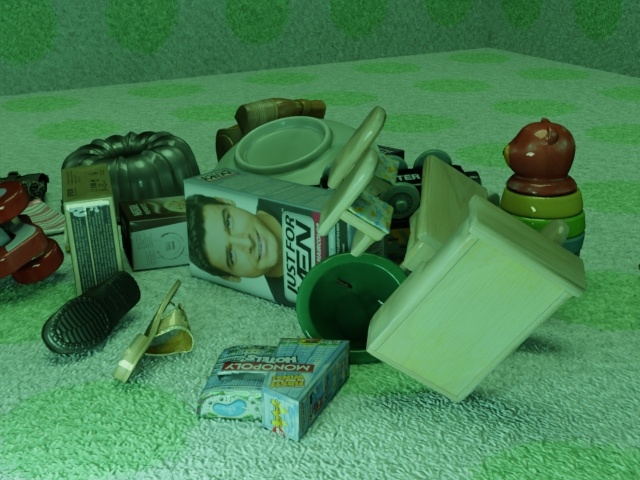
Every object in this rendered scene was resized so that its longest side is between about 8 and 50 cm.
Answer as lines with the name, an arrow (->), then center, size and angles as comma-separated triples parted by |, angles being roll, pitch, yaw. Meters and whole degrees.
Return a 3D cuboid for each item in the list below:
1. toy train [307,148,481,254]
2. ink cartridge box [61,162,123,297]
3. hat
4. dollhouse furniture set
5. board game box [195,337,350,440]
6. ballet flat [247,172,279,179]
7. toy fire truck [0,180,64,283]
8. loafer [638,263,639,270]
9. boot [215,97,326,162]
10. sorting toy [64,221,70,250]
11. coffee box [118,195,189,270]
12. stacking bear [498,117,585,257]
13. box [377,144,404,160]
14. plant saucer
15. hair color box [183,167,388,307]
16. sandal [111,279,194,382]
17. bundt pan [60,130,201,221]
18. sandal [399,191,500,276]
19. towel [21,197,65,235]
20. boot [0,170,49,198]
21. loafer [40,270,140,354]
toy train -> 0.134, -0.054, 1.908 | 0.333, 0.190, 0.142 | -6, 36, -8
ink cartridge box -> -0.399, -0.013, 1.804 | 0.088, 0.193, 0.235 | -7, 19, -12
hat -> 0.067, 0.122, 1.618 | 0.208, 0.173, 0.183 | 5, -15, 1
dollhouse furniture set -> 0.212, -0.012, 1.462 | 0.362, 0.256, 0.394 | 31, 34, -13
board game box -> -0.065, 0.196, 1.387 | 0.194, 0.060, 0.194 | 1, 18, 7
ballet flat -> -0.085, -0.085, 2.050 | 0.213, 0.072, 0.068 | 36, 63, 16
toy fire truck -> -0.627, 0.018, 1.826 | 0.254, 0.169, 0.302 | -41, 38, -26
loafer -> 0.587, 0.068, 1.753 | 0.061, 0.062, 0.170 | -20, 12, 14
boot -> -0.127, -0.260, 2.495 | 0.220, 0.283, 0.109 | -10, 65, -30
sorting toy -> -0.466, -0.006, 2.026 | 0.075, 0.045, 0.083 | 1, 17, -17
coffee box -> -0.252, -0.023, 1.970 | 0.246, 0.098, 0.141 | -7, 20, -18
stacking bear -> 0.374, -0.062, 1.764 | 0.164, 0.289, 0.175 | 3, 19, 10
box -> 0.039, -0.169, 2.387 | 0.261, 0.103, 0.184 | 17, 28, 41
plant saucer -> -0.072, -0.173, 2.210 | 0.400, 0.101, 0.400 | -12, 34, 8
hair color box -> -0.064, 0.001, 1.760 | 0.374, 0.186, 0.113 | 15, 25, 38
sandal -> -0.231, 0.151, 1.541 | 0.079, 0.088, 0.240 | 31, 29, -2
bundt pan -> -0.424, -0.156, 2.279 | 0.330, 0.124, 0.331 | -5, 22, 2
sandal -> 0.209, -0.013, 1.803 | 0.265, 0.102, 0.076 | -36, 50, -21
towel -> -0.619, -0.043, 2.155 | 0.144, 0.029, 0.197 | -15, 24, -33
boot -> -0.721, -0.111, 2.254 | 0.228, 0.091, 0.263 | -3, 17, -1
loafer -> -0.367, 0.124, 1.615 | 0.078, 0.080, 0.220 | -28, 5, 31
